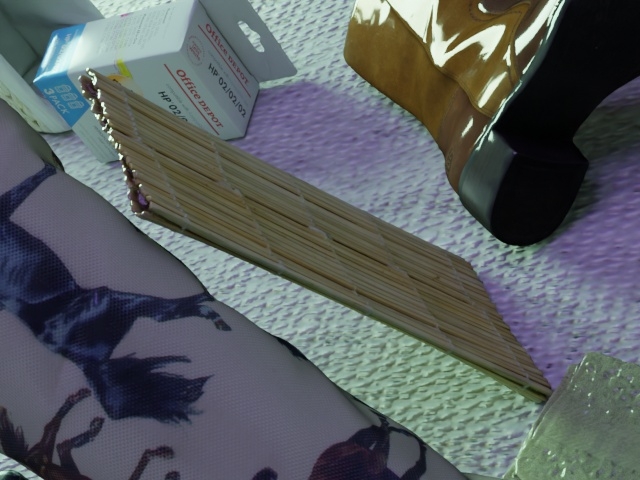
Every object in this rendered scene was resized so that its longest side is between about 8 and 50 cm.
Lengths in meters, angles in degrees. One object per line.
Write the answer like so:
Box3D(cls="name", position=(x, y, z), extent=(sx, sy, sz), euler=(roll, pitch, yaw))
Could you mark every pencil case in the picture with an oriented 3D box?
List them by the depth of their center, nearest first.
Box3D(cls="pencil case", position=(-0.086, 0.087, 0.954), extent=(0.410, 0.183, 0.160), euler=(37, 85, 3))

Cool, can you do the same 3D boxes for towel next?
Box3D(cls="towel", position=(0.182, 0.123, 1.008), extent=(0.148, 0.027, 0.110), euler=(14, 61, 43))

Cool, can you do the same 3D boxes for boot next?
Box3D(cls="boot", position=(0.131, -0.172, 1.212), extent=(0.280, 0.096, 0.264), euler=(59, 137, 51))

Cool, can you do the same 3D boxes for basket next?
Box3D(cls="basket", position=(-0.274, -0.182, 1.510), extent=(0.103, 0.167, 0.113), euler=(-1, 52, 41))

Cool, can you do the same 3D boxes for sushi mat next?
Box3D(cls="sushi mat", position=(0.000, 0.000, 1.044), extent=(0.019, 0.316, 0.151), euler=(-51, 35, 19))

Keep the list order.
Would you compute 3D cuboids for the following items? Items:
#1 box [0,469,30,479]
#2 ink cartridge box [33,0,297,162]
Box3D(cls="box", position=(-0.272, 0.361, 0.967), extent=(0.293, 0.212, 0.395), euler=(-12, 46, 26))
Box3D(cls="ink cartridge box", position=(-0.122, -0.129, 1.396), extent=(0.181, 0.104, 0.062), euler=(-9, 48, 29))
